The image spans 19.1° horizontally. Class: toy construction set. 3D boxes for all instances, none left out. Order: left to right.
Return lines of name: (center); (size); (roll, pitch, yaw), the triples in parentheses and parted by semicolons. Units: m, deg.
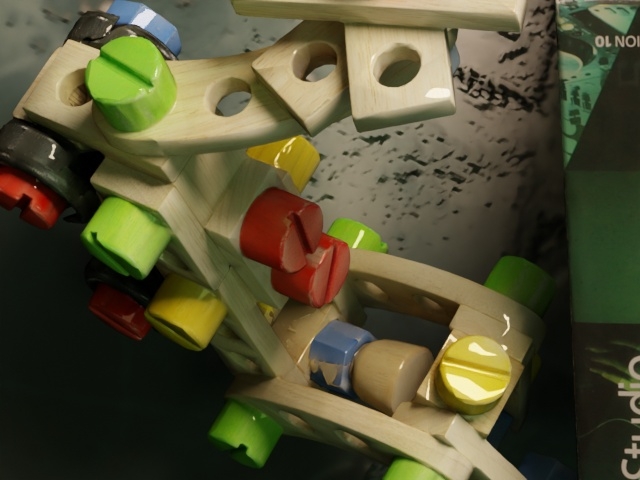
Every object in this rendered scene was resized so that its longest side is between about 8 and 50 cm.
toy construction set: (0.000, 0.000, 0.746); (0.151, 0.215, 0.327); (-50, 149, -29)

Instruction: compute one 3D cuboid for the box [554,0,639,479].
box: (0.146, 0.006, 0.817); (0.059, 0.232, 0.322); (0, 117, 15)
